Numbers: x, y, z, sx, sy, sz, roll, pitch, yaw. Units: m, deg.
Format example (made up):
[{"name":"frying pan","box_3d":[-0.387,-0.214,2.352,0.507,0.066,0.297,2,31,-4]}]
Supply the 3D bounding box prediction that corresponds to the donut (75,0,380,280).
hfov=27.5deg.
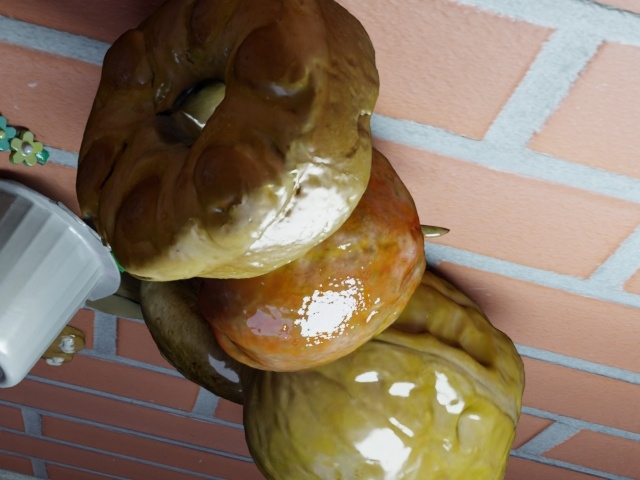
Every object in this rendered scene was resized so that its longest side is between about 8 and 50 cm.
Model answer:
[{"name":"donut","box_3d":[-0.087,-0.101,1.175,0.150,0.299,0.317,16,-168,-39]}]

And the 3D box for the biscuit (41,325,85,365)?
[{"name":"biscuit","box_3d":[-0.599,0.161,2.342,0.339,0.047,0.216,18,156,-15]}]

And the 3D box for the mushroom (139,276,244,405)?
[{"name":"mushroom","box_3d":[-0.147,0.131,1.847,0.278,0.146,0.278,40,180,0]}]

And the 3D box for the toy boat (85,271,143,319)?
[{"name":"toy boat","box_3d":[-0.310,0.068,1.956,0.188,0.061,0.116,22,155,-23]}]

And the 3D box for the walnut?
[{"name":"walnut","box_3d":[0.078,0.194,1.679,0.398,0.354,0.308,27,140,-35]}]

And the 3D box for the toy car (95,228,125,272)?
[{"name":"toy car","box_3d":[-0.233,0.000,1.751,0.165,0.062,0.071,-9,149,41]}]

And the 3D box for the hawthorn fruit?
[{"name":"hawthorn fruit","box_3d":[0.000,0.000,1.417,0.298,0.277,0.277,-8,160,-11]}]

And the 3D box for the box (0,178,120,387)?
[{"name":"box","box_3d":[-0.429,0.078,1.758,0.262,0.206,0.291,23,149,16]}]

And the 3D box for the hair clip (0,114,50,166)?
[{"name":"hair clip","box_3d":[-0.393,-0.130,1.550,0.173,0.049,0.049,30,152,-34]}]
